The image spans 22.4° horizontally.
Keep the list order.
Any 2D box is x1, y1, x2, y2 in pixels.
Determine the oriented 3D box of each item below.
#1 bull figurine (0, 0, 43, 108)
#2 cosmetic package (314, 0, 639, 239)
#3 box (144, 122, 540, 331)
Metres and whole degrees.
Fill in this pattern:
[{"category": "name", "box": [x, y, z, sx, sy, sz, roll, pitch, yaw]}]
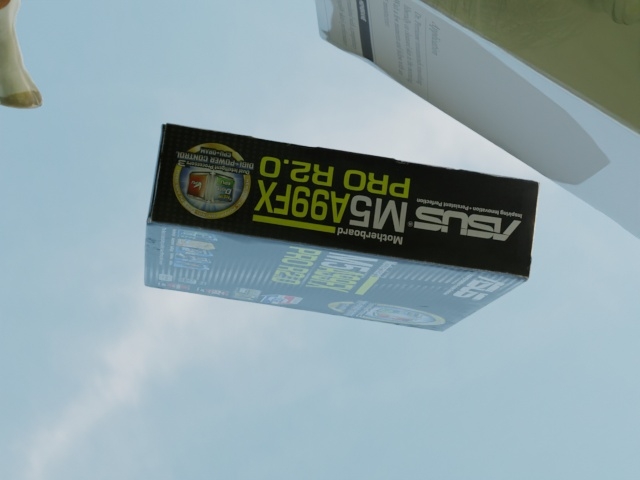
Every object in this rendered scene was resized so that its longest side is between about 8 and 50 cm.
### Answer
[{"category": "bull figurine", "box": [-0.184, -0.155, 0.663, 0.310, 0.101, 0.188, 17, -70, 11]}, {"category": "cosmetic package", "box": [0.148, -0.160, 0.844, 0.224, 0.138, 0.224, 34, -102, 13]}, {"category": "box", "box": [0.000, 0.000, 1.009, 0.216, 0.270, 0.060, 9, -100, -5]}]
